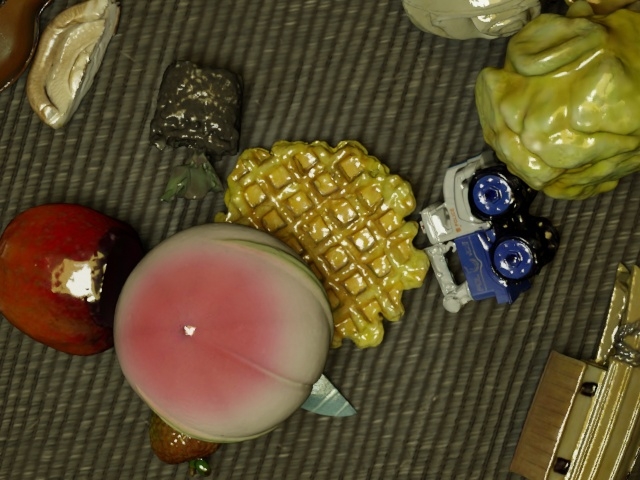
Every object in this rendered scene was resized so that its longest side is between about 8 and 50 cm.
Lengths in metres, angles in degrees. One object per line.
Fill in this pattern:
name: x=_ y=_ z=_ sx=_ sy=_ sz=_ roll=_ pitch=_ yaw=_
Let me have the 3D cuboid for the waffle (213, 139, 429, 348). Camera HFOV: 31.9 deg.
waffle: x=0.000 y=0.000 z=1.623 sx=0.325 sy=0.068 sz=0.302 roll=10 pitch=95 yaw=10

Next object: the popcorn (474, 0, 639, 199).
popcorn: x=0.381 y=-0.191 z=1.465 sx=0.334 sy=0.292 sz=0.293 roll=-38 pitch=117 yaw=-13

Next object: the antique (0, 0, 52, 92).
antique: x=-0.522 y=-0.315 z=1.613 sx=0.278 sy=0.129 sz=0.223 roll=-35 pitch=88 yaw=1

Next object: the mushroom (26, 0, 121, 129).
mushroom: x=-0.368 y=-0.267 z=1.636 sx=0.094 sy=0.072 sz=0.209 roll=22 pitch=90 yaw=0

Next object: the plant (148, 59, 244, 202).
plant: x=-0.179 y=-0.150 z=1.608 sx=0.131 sy=0.142 sz=0.203 roll=4 pitch=83 yaw=-7

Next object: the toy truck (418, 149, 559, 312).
toy truck: x=0.233 y=-0.015 z=1.598 sx=0.177 sy=0.161 sz=0.213 roll=-17 pitch=92 yaw=27

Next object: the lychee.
lychee: x=-0.193 y=0.274 z=1.633 sx=0.114 sy=0.114 sz=0.146 roll=-14 pitch=86 yaw=3

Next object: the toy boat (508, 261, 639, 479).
toy boat: x=0.378 y=0.247 z=1.608 sx=0.162 sy=0.136 sz=0.445 roll=22 pitch=89 yaw=-3

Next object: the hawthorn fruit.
hawthorn fruit: x=-0.368 y=0.051 z=1.588 sx=0.250 sy=0.215 sz=0.215 roll=13 pitch=93 yaw=0

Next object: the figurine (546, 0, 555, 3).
figurine: x=0.380 y=-0.516 z=1.512 sx=0.211 sy=0.253 sz=0.361 roll=-6 pitch=100 yaw=19

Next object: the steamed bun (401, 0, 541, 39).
steamed bun: x=0.227 y=-0.338 z=1.501 sx=0.218 sy=0.211 sz=0.144 roll=-36 pitch=79 yaw=46

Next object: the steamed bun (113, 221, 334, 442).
steamed bun: x=-0.135 y=0.119 z=1.469 sx=0.310 sy=0.309 sz=0.309 roll=0 pitch=93 yaw=3

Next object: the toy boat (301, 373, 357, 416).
toy boat: x=-0.002 y=0.227 z=1.663 sx=0.096 sy=0.034 sz=0.122 roll=-39 pitch=92 yaw=9
